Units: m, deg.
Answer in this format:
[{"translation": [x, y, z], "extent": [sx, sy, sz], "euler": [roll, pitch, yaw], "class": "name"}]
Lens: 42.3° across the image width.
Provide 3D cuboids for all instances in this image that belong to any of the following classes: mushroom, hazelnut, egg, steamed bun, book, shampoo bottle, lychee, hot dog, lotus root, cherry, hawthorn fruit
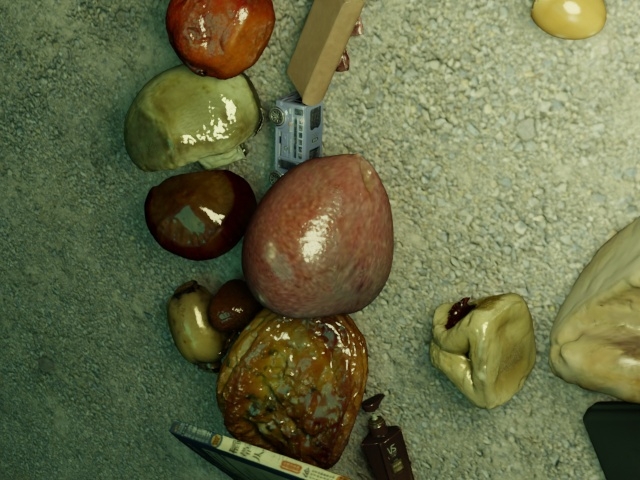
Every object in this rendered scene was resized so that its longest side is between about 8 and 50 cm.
[{"translation": [-0.246, -0.213, 1.450], "extent": [0.267, 0.164, 0.190], "euler": [4, 113, 39], "class": "mushroom"}, {"translation": [-0.226, -0.050, 1.517], "extent": [0.201, 0.160, 0.170], "euler": [8, 117, 23], "class": "hazelnut"}, {"translation": [0.316, -0.295, 1.048], "extent": [0.096, 0.080, 0.080], "euler": [29, 128, 3], "class": "egg"}, {"translation": [0.240, 0.160, 1.306], "extent": [0.155, 0.140, 0.172], "euler": [14, 118, 47], "class": "steamed bun"}, {"translation": [-0.069, 0.479, 1.646], "extent": [0.427, 0.039, 0.300], "euler": [10, 151, 33], "class": "book"}, {"translation": [0.128, 0.403, 1.546], "extent": [0.067, 0.068, 0.236], "euler": [-7, 109, 38], "class": "shampoo bottle"}, {"translation": [-0.171, 0.145, 1.602], "extent": [0.101, 0.114, 0.140], "euler": [19, 88, 36], "class": "lychee"}, {"translation": [-0.055, 0.287, 1.547], "extent": [0.266, 0.174, 0.388], "euler": [23, 126, 9], "class": "hot dog"}, {"translation": [-0.242, 0.190, 1.678], "extent": [0.118, 0.125, 0.221], "euler": [-14, 99, 14], "class": "lotus root"}, {"translation": [0.000, 0.000, 1.317], "extent": [0.221, 0.261, 0.308], "euler": [30, 111, 40], "class": "cherry"}, {"translation": [-0.159, -0.347, 1.326], "extent": [0.179, 0.173, 0.174], "euler": [-9, 106, 40], "class": "hawthorn fruit"}, {"translation": [0.497, 0.102, 1.050], "extent": [0.313, 0.224, 0.397], "euler": [39, 138, -3], "class": "mushroom"}]

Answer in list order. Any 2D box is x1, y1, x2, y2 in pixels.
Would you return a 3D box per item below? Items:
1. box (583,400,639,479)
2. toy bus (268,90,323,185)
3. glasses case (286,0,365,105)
[{"translation": [0.509, 0.306, 1.201], "extent": [0.230, 0.050, 0.160], "euler": [-13, 104, 49], "class": "box"}, {"translation": [-0.038, -0.159, 1.383], "extent": [0.076, 0.073, 0.167], "euler": [16, 120, 28], "class": "toy bus"}, {"translation": [0.012, -0.316, 1.284], "extent": [0.102, 0.070, 0.193], "euler": [62, 141, 34], "class": "glasses case"}]
